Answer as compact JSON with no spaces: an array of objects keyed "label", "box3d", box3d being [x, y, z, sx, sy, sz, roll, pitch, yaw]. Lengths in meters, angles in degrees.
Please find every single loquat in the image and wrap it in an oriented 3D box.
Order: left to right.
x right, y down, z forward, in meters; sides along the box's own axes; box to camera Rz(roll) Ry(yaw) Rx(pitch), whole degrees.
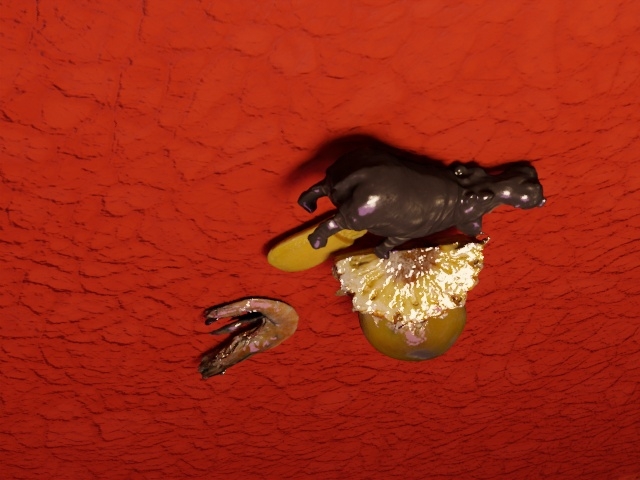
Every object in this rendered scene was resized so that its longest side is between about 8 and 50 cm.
[{"label":"loquat","box3d":[0.137,0.114,1.741,0.195,0.152,0.152,23,135,-32]}]

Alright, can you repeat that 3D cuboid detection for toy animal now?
[{"label":"toy animal","box3d":[0.133,-0.052,1.505,0.343,0.106,0.168,-1,151,-36]}]

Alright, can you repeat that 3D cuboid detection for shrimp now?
[{"label":"shrimp","box3d":[-0.140,0.157,1.805,0.219,0.046,0.152,-35,143,27]}]

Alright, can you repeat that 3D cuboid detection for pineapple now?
[{"label":"pineapple","box3d":[0.135,0.068,1.622,0.233,0.135,0.079,-11,-172,1]}]

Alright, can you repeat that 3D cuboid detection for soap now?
[{"label":"soap","box3d":[0.000,0.000,1.610,0.168,0.033,0.089,-31,150,28]}]
